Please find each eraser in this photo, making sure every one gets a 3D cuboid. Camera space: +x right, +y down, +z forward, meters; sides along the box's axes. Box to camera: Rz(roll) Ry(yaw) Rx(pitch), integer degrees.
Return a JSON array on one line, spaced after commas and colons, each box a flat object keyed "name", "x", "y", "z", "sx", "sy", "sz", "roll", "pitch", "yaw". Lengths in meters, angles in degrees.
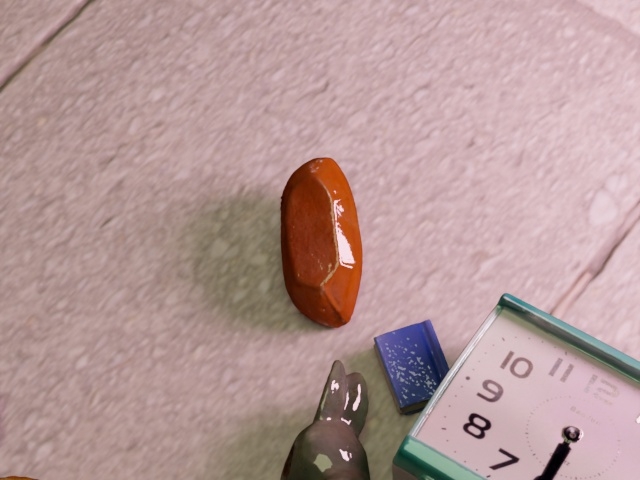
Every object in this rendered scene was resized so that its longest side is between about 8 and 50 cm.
[{"name": "eraser", "x": 0.096, "y": 0.129, "z": 1.535, "sx": 0.063, "sy": 0.027, "sz": 0.085, "roll": -16, "pitch": 63, "yaw": -7}]

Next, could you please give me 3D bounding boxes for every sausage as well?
[{"name": "sausage", "x": 0.000, "y": 0.000, "z": 1.574, "sx": 0.089, "sy": 0.089, "sz": 0.179, "roll": -6, "pitch": 72, "yaw": -1}]

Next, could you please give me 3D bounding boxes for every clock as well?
[{"name": "clock", "x": 0.229, "y": 0.209, "z": 1.443, "sx": 0.262, "sy": 0.116, "sz": 0.231, "roll": 29, "pitch": 56, "yaw": 14}]

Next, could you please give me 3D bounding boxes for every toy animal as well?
[{"name": "toy animal", "x": 0.013, "y": 0.240, "z": 1.448, "sx": 0.125, "sy": 0.127, "sz": 0.251, "roll": -12, "pitch": 48, "yaw": 9}]

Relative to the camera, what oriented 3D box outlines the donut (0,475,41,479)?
[{"name": "donut", "x": -0.316, "y": 0.301, "z": 1.439, "sx": 0.184, "sy": 0.073, "sz": 0.166, "roll": -8, "pitch": 66, "yaw": 0}]
